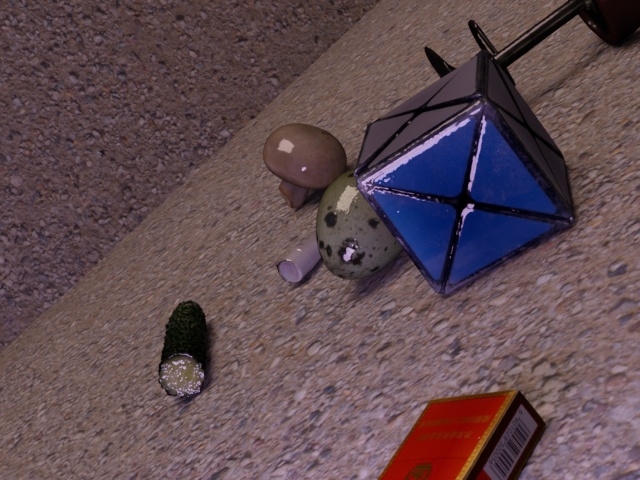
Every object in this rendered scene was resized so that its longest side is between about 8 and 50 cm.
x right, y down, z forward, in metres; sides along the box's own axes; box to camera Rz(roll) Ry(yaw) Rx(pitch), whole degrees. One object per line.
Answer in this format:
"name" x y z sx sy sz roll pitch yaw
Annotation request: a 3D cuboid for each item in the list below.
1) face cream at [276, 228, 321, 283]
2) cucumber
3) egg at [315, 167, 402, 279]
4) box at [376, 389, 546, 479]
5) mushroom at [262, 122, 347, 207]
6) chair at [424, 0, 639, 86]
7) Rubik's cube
"face cream" 0.000 0.000 2.306 0.092 0.058 0.243 -27 14 46
"cucumber" -0.278 0.206 2.265 0.096 0.096 0.359 -37 16 5
"egg" 0.077 -0.028 2.013 0.177 0.177 0.228 -18 40 48
"box" 0.138 0.280 1.278 0.153 0.074 0.239 -12 30 49
"mushroom" -0.044 -0.174 2.669 0.204 0.204 0.204 -35 17 13
"chair" 0.428 -0.404 2.186 0.401 0.226 0.226 -35 17 6
"Rubik's cube" 0.229 -0.114 1.781 0.259 0.260 0.254 -29 20 20
